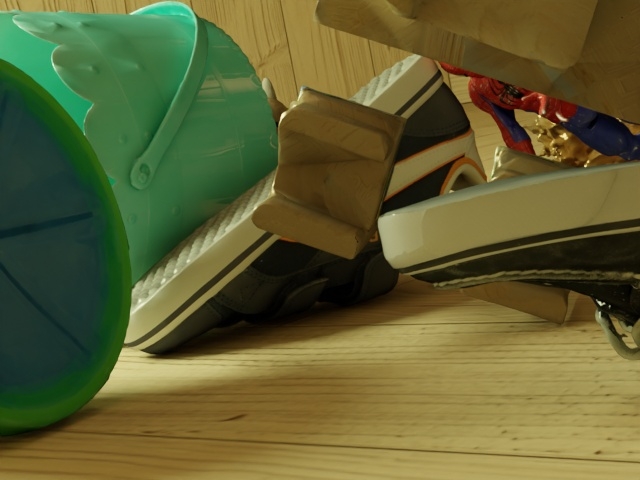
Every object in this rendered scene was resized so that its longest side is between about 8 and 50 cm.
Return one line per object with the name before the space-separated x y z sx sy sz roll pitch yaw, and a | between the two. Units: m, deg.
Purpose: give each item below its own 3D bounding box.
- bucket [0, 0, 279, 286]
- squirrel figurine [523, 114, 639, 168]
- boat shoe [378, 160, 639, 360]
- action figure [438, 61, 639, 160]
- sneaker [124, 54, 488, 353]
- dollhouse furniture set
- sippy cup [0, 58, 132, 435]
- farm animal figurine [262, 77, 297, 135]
bucket | -0.173 -0.057 1.333 0.183 0.281 0.281 -11 5 -38
squirrel figurine | 0.351 -0.194 1.470 0.281 0.397 0.370 13 25 -21
boat shoe | 0.183 0.011 0.826 0.306 0.105 0.113 -6 1 -14
action figure | 0.212 -0.077 1.271 0.280 0.091 0.139 21 39 -19
sneaker | 0.000 0.000 1.220 0.321 0.127 0.126 -40 12 -22
dollhouse furniture set | 0.203 -0.139 1.083 0.394 0.362 0.256 18 12 6
sippy cup | -0.274 0.025 1.029 0.224 0.240 0.305 -19 -38 31
farm animal figurine | -0.076 -0.057 1.539 0.330 0.172 0.327 -13 7 -18
